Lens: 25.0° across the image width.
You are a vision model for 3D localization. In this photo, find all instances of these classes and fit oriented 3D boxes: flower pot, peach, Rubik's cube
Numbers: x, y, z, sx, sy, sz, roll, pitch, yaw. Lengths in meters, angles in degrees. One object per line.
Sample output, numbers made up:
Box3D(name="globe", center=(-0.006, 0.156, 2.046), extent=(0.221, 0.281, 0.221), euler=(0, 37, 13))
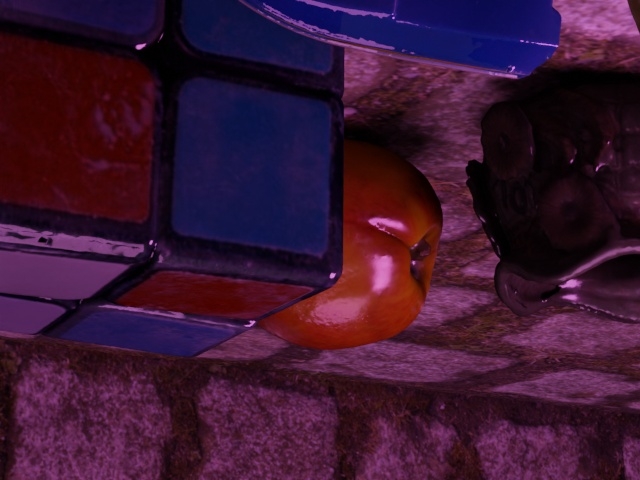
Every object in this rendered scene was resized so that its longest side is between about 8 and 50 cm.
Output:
Box3D(name="flower pot", center=(0.295, -0.039, 1.509), extent=(0.301, 0.213, 0.302), euler=(1, 165, 0))
Box3D(name="peach", center=(0.000, 0.000, 1.646), extent=(0.281, 0.238, 0.281), euler=(17, 160, 6))
Box3D(name="Rubik's cube", center=(-0.177, -0.096, 1.178), extent=(0.316, 0.318, 0.313), euler=(8, 162, -25))

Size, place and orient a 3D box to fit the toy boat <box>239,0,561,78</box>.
Box3D(name="toy boat", center=(0.036, -0.208, 1.094), extent=(0.295, 0.129, 0.088), euler=(8, 174, -18))

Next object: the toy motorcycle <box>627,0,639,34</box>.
Box3D(name="toy motorcycle", center=(0.378, -0.217, 0.894), extent=(0.410, 0.169, 0.237), euler=(-25, 159, 26))
